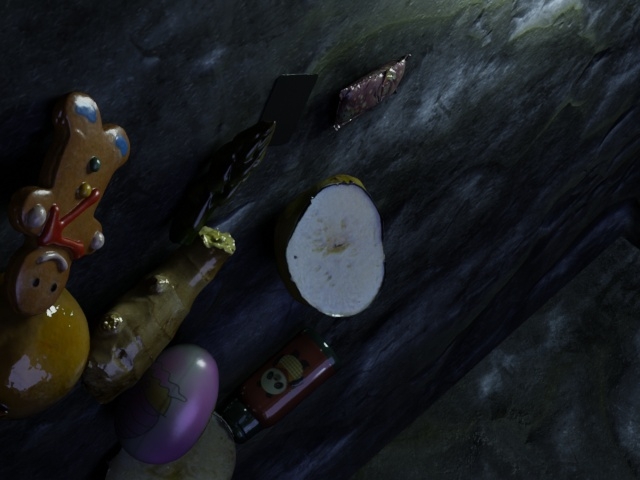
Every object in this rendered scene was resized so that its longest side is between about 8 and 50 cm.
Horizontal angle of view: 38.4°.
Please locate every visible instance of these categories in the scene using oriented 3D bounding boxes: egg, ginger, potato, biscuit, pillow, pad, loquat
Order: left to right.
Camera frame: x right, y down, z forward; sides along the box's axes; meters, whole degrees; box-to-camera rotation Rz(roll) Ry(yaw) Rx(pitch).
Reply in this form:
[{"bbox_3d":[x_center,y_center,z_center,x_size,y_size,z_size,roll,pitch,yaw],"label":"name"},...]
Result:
[{"bbox_3d":[-0.475,0.165,1.433,0.238,0.193,0.239,-16,108,-60],"label":"loquat"},{"bbox_3d":[-0.371,-0.040,1.345,0.324,0.049,0.205,-67,157,-11],"label":"biscuit"},{"bbox_3d":[-0.296,0.150,1.727,0.375,0.166,0.236,-32,142,-16],"label":"ginger"},{"bbox_3d":[-0.377,0.591,2.205,0.296,0.289,0.397,140,-40,-74],"label":"potato"},{"bbox_3d":[-0.317,0.340,1.916,0.196,0.196,0.271,-6,132,-53],"label":"egg"},{"bbox_3d":[-0.068,-0.241,1.704,0.112,0.003,0.157,-13,138,-49],"label":"pad"},{"bbox_3d":[0.000,0.000,1.955,0.246,0.196,0.300,-18,115,-23],"label":"potato"},{"bbox_3d":[0.097,-0.299,1.828,0.185,0.043,0.118,-30,155,-25],"label":"pillow"}]

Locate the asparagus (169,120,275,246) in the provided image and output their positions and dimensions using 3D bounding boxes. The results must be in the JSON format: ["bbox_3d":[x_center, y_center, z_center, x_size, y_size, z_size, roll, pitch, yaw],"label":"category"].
[{"bbox_3d":[-0.175,-0.111,1.644,0.287,0.080,0.080,-47,155,19],"label":"asparagus"}]

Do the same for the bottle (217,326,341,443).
[{"bbox_3d":[-0.111,0.380,2.336,0.336,0.144,0.144,-41,153,-12],"label":"bottle"}]
